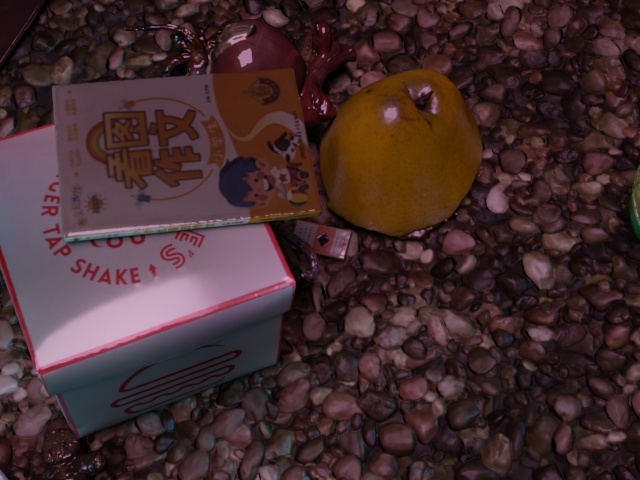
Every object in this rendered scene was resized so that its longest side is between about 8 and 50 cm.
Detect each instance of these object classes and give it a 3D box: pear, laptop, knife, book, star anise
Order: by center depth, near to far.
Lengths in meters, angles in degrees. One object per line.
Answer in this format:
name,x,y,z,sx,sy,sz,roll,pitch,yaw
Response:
book,-0.159,-0.106,1.199,0.296,0.020,0.207,-6,64,-11
pear,0.107,-0.154,1.443,0.267,0.178,0.266,-3,65,7
knife,-0.104,-0.067,1.486,0.089,0.043,0.365,-39,65,17
star anise,-0.211,-0.298,1.576,0.191,0.070,0.097,9,79,-5
laptop,-0.533,-0.380,1.663,0.154,0.026,0.207,23,72,11

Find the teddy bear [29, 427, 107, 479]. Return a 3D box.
teddy bear,-0.331,0.326,1.331,0.119,0.078,0.160,-21,48,19

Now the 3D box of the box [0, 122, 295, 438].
box,-0.235,0.033,1.299,0.312,0.300,0.314,-19,67,-15

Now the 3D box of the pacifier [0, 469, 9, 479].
pacifier,-0.511,0.374,1.244,0.279,0.207,0.227,-4,86,13

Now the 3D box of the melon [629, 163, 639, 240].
melon,0.516,-0.085,1.444,0.210,0.064,0.118,-23,67,-8

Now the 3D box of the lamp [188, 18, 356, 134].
lamp,-0.081,-0.251,1.512,0.223,0.151,0.215,29,60,-27

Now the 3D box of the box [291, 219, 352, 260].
box,0.000,0.000,1.471,0.083,0.012,0.046,12,68,9
